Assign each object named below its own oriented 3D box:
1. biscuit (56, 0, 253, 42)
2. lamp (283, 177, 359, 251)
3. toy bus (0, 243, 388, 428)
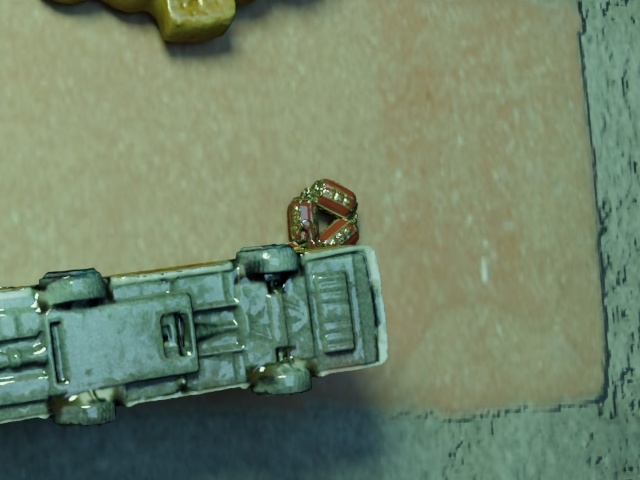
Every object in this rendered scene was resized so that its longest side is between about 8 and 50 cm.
[{"bbox_3d":[-0.101,-0.246,1.156,0.212,0.041,0.238,-8,83,-22],"label":"biscuit"},{"bbox_3d":[0.000,0.000,1.160,0.063,0.031,0.083,31,66,-16],"label":"lamp"},{"bbox_3d":[-0.098,0.056,1.050,0.268,0.106,0.092,-8,91,-23],"label":"toy bus"}]
